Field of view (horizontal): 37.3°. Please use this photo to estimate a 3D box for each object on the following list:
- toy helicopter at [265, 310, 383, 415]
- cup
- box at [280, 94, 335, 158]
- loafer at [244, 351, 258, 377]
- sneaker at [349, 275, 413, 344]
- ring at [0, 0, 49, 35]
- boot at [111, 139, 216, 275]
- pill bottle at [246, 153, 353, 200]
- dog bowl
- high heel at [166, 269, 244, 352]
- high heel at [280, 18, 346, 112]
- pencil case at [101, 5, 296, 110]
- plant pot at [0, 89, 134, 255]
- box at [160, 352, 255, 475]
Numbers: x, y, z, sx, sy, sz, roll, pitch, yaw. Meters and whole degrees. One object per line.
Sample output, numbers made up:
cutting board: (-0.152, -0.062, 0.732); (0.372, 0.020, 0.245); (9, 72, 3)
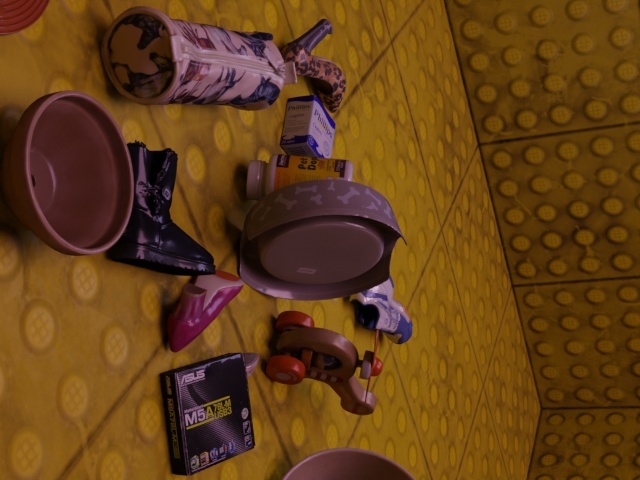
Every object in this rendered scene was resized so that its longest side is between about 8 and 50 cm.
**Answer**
toy helicopter: (0.051, 0.288, 2.073); (0.355, 0.235, 0.140); (56, 37, -46)
cup: (0.053, 0.635, 1.971); (0.331, 0.331, 0.237); (-68, 170, -46)
box: (-0.027, -0.248, 2.218); (0.126, 0.072, 0.137); (49, 41, -52)
loafer: (-0.163, 0.262, 1.856); (0.125, 0.045, 0.039); (-38, 136, -54)
sneaker: (0.148, 0.196, 2.494); (0.131, 0.112, 0.296); (-57, 137, -28)
ring: (-0.479, -0.459, 1.335); (0.336, 0.032, 0.336); (-7, 90, -66)
boot: (-0.261, -0.051, 1.639); (0.246, 0.094, 0.207); (20, 71, -56)
pill bottle: (-0.042, -0.117, 1.969); (0.117, 0.215, 0.117); (5, 90, -89)
dog bowl: (0.000, 0.000, 1.928); (0.349, 0.349, 0.102); (47, 32, -53)
high heel: (-0.212, 0.127, 1.760); (0.244, 0.082, 0.117); (-42, 152, -75)
high heel: (-0.028, -0.378, 2.274); (0.186, 0.093, 0.261); (-46, 142, -31)
pencil case: (-0.212, -0.317, 1.701); (0.410, 0.184, 0.160); (-12, 90, -65)
plant pot: (-0.382, -0.092, 1.369); (0.237, 0.110, 0.237); (-5, 90, -66)
box: (-0.201, 0.310, 1.718); (0.191, 0.045, 0.184); (-8, 94, -54)
